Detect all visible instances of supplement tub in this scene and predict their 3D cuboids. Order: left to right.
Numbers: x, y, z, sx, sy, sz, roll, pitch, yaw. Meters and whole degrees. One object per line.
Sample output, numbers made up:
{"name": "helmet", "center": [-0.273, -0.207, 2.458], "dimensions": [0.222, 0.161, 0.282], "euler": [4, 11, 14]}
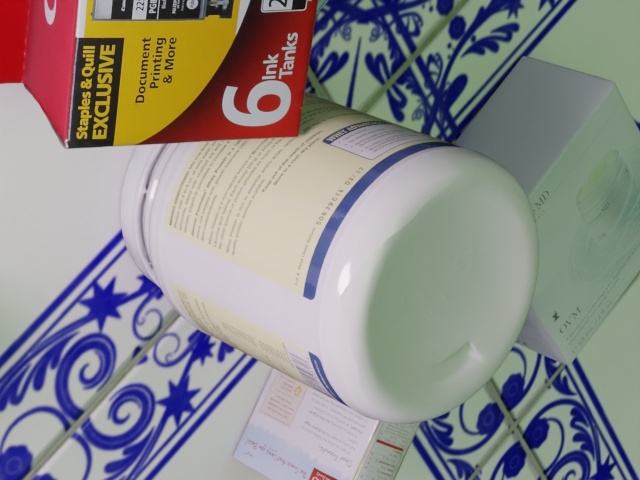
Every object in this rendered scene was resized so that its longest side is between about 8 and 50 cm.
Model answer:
{"name": "supplement tub", "center": [0.000, 0.000, 1.543], "dimensions": [0.235, 0.325, 0.235], "euler": [-18, 119, -37]}

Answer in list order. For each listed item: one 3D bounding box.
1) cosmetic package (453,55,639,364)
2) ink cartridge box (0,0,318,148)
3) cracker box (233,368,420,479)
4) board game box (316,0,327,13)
{"name": "cosmetic package", "center": [0.240, -0.032, 1.894], "dimensions": [0.224, 0.138, 0.224], "euler": [-52, 133, -15]}
{"name": "ink cartridge box", "center": [-0.141, -0.236, 1.382], "dimensions": [0.272, 0.130, 0.309], "euler": [-5, 120, -25]}
{"name": "cracker box", "center": [0.029, 0.144, 1.752], "dimensions": [0.067, 0.156, 0.232], "euler": [27, 88, -46]}
{"name": "board game box", "center": [-0.032, -0.378, 1.542], "dimensions": [0.318, 0.066, 0.318], "euler": [-50, 133, -17]}
